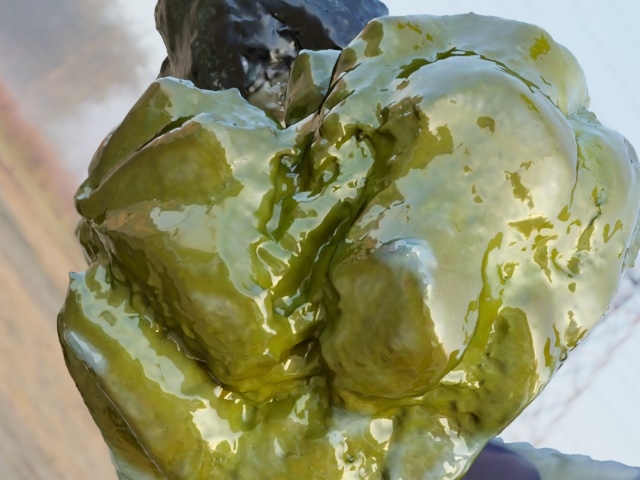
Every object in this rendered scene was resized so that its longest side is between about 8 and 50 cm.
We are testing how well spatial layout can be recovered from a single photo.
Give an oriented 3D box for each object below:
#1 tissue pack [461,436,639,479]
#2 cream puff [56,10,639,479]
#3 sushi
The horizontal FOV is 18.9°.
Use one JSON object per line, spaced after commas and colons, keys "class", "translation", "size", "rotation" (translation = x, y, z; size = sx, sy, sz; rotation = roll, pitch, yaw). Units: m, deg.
{"class": "tissue pack", "translation": [0.161, 0.268, 1.355], "size": [0.344, 0.242, 0.125], "rotation": [7, -18, 40]}
{"class": "cream puff", "translation": [0.000, 0.000, 1.144], "size": [0.275, 0.378, 0.378], "rotation": [41, -5, -8]}
{"class": "sushi", "translation": [-0.028, -0.112, 1.562], "size": [0.350, 0.211, 0.170], "rotation": [96, -19, -69]}
